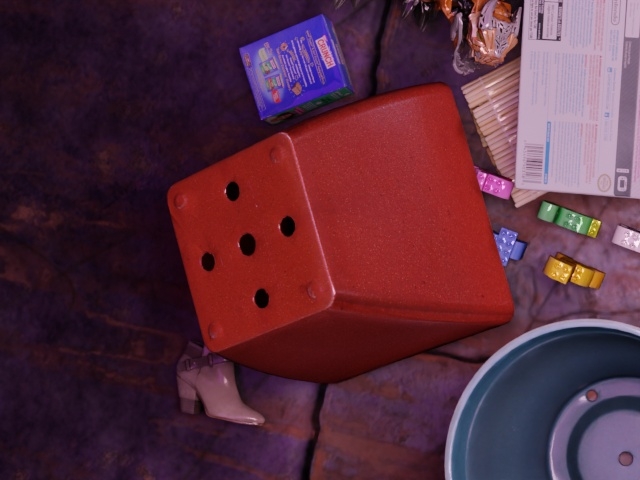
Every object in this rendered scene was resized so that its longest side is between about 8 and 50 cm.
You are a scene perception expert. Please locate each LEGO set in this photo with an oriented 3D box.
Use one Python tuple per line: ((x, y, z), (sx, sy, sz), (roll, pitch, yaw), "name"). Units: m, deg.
((0.243, 0.000, 1.804), (0.227, 0.093, 0.087), (21, 98, 13), "LEGO set")

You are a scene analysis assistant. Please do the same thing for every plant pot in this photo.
((0.000, 0.000, 1.778), (0.267, 0.235, 0.267), (-23, 78, 37), "plant pot")
((0.285, 0.216, 1.695), (0.271, 0.255, 0.272), (-1, 85, 19), "plant pot")

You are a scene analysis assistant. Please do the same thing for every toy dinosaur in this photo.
((0.135, -0.321, 1.808), (0.218, 0.164, 0.322), (-26, 43, 45), "toy dinosaur")

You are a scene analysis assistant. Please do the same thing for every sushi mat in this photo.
((0.314, -0.172, 1.845), (0.316, 0.019, 0.151), (-28, 78, 14), "sushi mat")

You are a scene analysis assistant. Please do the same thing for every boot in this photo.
((-0.112, 0.159, 1.946), (0.118, 0.042, 0.087), (9, 86, 19), "boot")

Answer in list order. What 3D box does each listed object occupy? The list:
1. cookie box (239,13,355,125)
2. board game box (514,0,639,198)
((-0.026, -0.192, 1.948), (0.107, 0.040, 0.092), (-20, 79, 16), "cookie box")
((0.359, -0.157, 1.748), (0.303, 0.097, 0.224), (6, 105, 16), "board game box")
